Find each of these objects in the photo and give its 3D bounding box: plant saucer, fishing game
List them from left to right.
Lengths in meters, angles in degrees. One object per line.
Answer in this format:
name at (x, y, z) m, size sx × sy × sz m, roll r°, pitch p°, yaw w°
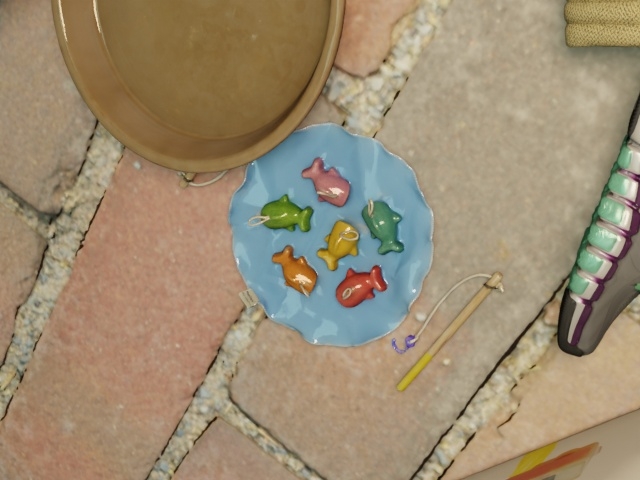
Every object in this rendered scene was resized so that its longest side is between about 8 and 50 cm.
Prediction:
plant saucer at (-0.096, -0.192, 0.786) m, size 0.277 × 0.041 × 0.278 m, roll 7°, pitch 104°, yaw 29°
fishing game at (0.000, 0.000, 0.810) m, size 0.264 × 0.041 × 0.189 m, roll 46°, pitch 118°, yaw 8°

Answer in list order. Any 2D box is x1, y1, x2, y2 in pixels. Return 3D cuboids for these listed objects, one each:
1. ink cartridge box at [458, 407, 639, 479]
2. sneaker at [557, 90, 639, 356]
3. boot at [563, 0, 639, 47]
ink cartridge box at (0.190, 0.308, 0.737) m, size 0.384 × 0.160 × 0.279 m, roll -31°, pitch 90°, yaw 32°
sneaker at (0.229, -0.009, 0.665) m, size 0.098 × 0.083 × 0.224 m, roll 21°, pitch 115°, yaw 13°
boot at (0.254, -0.214, 0.573) m, size 0.261 × 0.095 × 0.204 m, roll -2°, pitch 105°, yaw 30°
